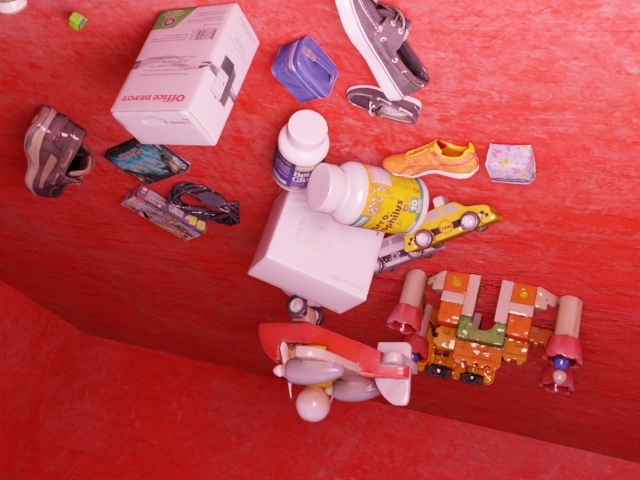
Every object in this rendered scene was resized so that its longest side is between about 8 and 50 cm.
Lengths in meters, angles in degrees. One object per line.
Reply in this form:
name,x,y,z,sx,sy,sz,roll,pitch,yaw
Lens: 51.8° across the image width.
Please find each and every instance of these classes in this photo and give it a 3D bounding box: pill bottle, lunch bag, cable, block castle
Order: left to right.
cable,-0.284,-0.089,1.622,0.184,0.047,0.150,14,161,4
pill bottle,-0.035,-0.164,1.208,0.094,0.094,0.169,19,156,-2
lunch bag,-0.018,-0.262,1.022,0.065,0.067,0.098,-5,148,42
pill bottle,0.085,-0.080,1.207,0.208,0.118,0.117,10,163,-30
block castle,0.406,0.248,1.629,0.453,0.213,0.303,10,154,19
lunch bag,0.319,-0.122,1.099,0.071,0.053,0.083,8,163,26

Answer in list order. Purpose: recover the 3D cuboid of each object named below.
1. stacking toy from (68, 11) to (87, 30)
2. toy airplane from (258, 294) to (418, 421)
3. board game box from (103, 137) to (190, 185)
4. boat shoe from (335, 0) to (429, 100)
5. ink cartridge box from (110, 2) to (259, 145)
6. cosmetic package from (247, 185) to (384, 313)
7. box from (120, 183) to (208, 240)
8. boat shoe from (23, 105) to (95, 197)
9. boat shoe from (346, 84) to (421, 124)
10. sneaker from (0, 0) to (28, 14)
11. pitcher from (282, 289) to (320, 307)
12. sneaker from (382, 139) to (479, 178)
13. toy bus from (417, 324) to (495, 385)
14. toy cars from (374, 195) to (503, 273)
stacking toy,-0.425,-0.422,0.994,0.167,0.052,0.221,34,160,-11
toy airplane,0.044,0.327,1.620,0.386,0.272,0.384,29,169,-18
board game box,-0.399,-0.184,1.513,0.186,0.026,0.126,-9,144,46
boat shoe,0.091,-0.281,0.903,0.076,0.080,0.228,-14,141,23
ink cartridge box,-0.204,-0.251,1.005,0.153,0.208,0.087,6,153,27
cosmetic package,0.000,0.000,1.374,0.224,0.225,0.138,24,156,-14
box,-0.413,-0.071,1.749,0.207,0.036,0.114,32,152,-28
boat shoe,-0.611,-0.177,1.553,0.130,0.132,0.355,23,157,-10
boat shoe,0.100,-0.217,1.068,0.125,0.038,0.046,16,156,5
sneaker,-0.531,-0.418,0.997,0.192,0.064,0.086,28,148,16
pitcher,-0.067,0.089,1.763,0.177,0.125,0.207,33,167,18
sneaker,0.189,-0.147,1.149,0.175,0.064,0.067,0,128,28
toy bus,0.399,0.343,1.941,0.220,0.149,0.211,11,168,11
toy cars,0.208,-0.014,1.357,0.176,0.087,0.393,-13,169,-25
